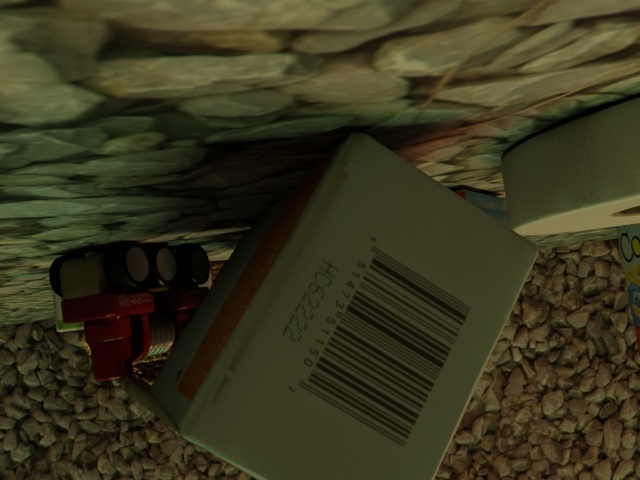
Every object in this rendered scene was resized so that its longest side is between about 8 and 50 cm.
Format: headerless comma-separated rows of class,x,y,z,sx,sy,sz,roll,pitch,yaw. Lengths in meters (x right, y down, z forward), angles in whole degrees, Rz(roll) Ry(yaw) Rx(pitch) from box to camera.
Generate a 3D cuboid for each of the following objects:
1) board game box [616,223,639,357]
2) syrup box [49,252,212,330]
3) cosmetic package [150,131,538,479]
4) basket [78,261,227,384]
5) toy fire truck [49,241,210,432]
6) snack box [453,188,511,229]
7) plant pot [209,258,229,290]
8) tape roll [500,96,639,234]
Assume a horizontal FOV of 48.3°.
board game box,0.535,0.046,1.019,0.142,0.275,0.144,-7,175,-8
syrup box,-0.291,0.080,1.111,0.237,0.093,0.096,-6,174,-20
cosmetic package,-0.024,0.090,0.659,0.161,0.230,0.453,32,164,-9
basket,-0.309,0.169,1.347,0.299,0.223,0.213,-10,175,26
toy fire truck,-0.216,0.130,0.934,0.158,0.246,0.217,-10,174,21
snack box,0.119,-0.010,0.910,0.207,0.070,0.174,-9,175,31
plant pot,-0.059,0.085,1.009,0.191,0.191,0.174,-8,-170,-1
tape roll,0.355,-0.071,0.609,0.392,0.072,0.392,-8,174,-1
